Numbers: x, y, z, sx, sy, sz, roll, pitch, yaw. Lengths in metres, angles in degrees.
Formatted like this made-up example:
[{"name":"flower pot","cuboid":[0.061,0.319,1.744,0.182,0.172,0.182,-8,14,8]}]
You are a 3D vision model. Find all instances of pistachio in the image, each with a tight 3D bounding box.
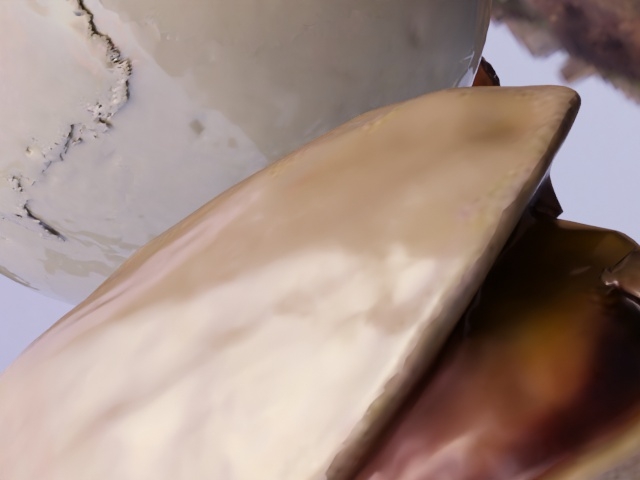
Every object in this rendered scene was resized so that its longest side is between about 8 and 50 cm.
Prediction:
[{"name":"pistachio","cuboid":[-0.001,0.062,0.390,0.157,0.229,0.157,36,-153,-22]}]

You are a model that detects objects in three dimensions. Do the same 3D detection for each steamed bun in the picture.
[{"name":"steamed bun","cuboid":[-0.093,-0.117,0.739,0.312,0.333,0.233,30,-137,32]}]

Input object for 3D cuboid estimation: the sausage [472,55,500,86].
[{"name":"sausage","cuboid":[0.000,0.000,1.436,0.094,0.419,0.094,41,-177,23]}]
